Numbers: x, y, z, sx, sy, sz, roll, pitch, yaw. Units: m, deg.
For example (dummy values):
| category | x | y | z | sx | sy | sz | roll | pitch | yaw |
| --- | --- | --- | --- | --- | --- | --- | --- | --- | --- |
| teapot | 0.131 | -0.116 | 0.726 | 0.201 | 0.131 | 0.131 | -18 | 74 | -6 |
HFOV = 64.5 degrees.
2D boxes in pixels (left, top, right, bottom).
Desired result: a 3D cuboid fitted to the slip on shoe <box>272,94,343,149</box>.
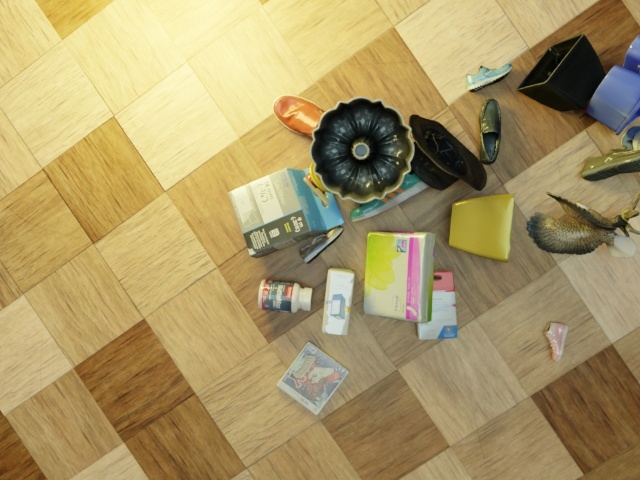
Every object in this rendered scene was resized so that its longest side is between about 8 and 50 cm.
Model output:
| category | x | y | z | sx | sy | sz | roll | pitch | yaw |
| --- | --- | --- | --- | --- | --- | --- | --- | --- | --- |
| slip on shoe | -0.020 | -0.402 | 1.744 | 0.331 | 0.101 | 0.123 | 33 | 95 | 3 |

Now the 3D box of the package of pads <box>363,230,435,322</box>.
| category | x | y | z | sx | sy | sz | roll | pitch | yaw |
| --- | --- | --- | --- | --- | --- | --- | --- | --- | --- |
| package of pads | 0.259 | 0.117 | 1.701 | 0.229 | 0.101 | 0.297 | 4 | 93 | 37 |

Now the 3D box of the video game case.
| category | x | y | z | sx | sy | sz | roll | pitch | yaw |
| --- | --- | --- | --- | --- | --- | --- | --- | --- | --- |
| video game case | -0.027 | 0.494 | 1.818 | 0.183 | 0.023 | 0.201 | 36 | 94 | 2 |

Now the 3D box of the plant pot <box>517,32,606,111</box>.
| category | x | y | z | sx | sy | sz | roll | pitch | yaw |
| --- | --- | --- | --- | --- | --- | --- | --- | --- | --- |
| plant pot | 0.800 | -0.526 | 1.651 | 0.167 | 0.188 | 0.188 | 36 | 94 | -10 |

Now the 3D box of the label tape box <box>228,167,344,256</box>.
| category | x | y | z | sx | sy | sz | roll | pitch | yaw |
| --- | --- | --- | --- | --- | --- | --- | --- | --- | --- |
| label tape box | -0.118 | -0.113 | 1.738 | 0.333 | 0.106 | 0.241 | -22 | 79 | 5 |

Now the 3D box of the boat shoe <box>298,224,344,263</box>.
| category | x | y | z | sx | sy | sz | roll | pitch | yaw |
| --- | --- | --- | --- | --- | --- | --- | --- | --- | --- |
| boat shoe | 0.000 | 0.000 | 1.776 | 0.183 | 0.066 | 0.066 | -41 | 81 | 0 |

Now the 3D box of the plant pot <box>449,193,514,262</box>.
| category | x | y | z | sx | sy | sz | roll | pitch | yaw |
| --- | --- | --- | --- | --- | --- | --- | --- | --- | --- |
| plant pot | 0.528 | -0.047 | 1.678 | 0.187 | 0.212 | 0.213 | 6 | 93 | 16 |

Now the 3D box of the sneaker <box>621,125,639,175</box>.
| category | x | y | z | sx | sy | sz | roll | pitch | yaw |
| --- | --- | --- | --- | --- | --- | --- | --- | --- | --- |
| sneaker | 1.117 | -0.239 | 1.633 | 0.127 | 0.182 | 0.316 | -34 | 90 | 6 |

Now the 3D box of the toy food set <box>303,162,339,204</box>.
| category | x | y | z | sx | sy | sz | roll | pitch | yaw |
| --- | --- | --- | --- | --- | --- | --- | --- | --- | --- |
| toy food set | 0.003 | -0.210 | 1.720 | 0.128 | 0.218 | 0.071 | 41 | 138 | -13 |

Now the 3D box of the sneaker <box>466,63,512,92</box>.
| category | x | y | z | sx | sy | sz | roll | pitch | yaw |
| --- | --- | --- | --- | --- | --- | --- | --- | --- | --- |
| sneaker | 0.570 | -0.567 | 1.717 | 0.162 | 0.063 | 0.073 | -21 | 87 | 4 |

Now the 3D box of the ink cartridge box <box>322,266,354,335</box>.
| category | x | y | z | sx | sy | sz | roll | pitch | yaw |
| --- | --- | --- | --- | --- | --- | --- | --- | --- | --- |
| ink cartridge box | 0.060 | 0.204 | 1.735 | 0.093 | 0.154 | 0.213 | 8 | 92 | 2 |

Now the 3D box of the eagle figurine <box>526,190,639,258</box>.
| category | x | y | z | sx | sy | sz | roll | pitch | yaw |
| --- | --- | --- | --- | --- | --- | --- | --- | --- | --- |
| eagle figurine | 0.864 | -0.057 | 1.661 | 0.297 | 0.225 | 0.227 | -4 | 102 | -7 |

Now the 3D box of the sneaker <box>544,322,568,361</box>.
| category | x | y | z | sx | sy | sz | roll | pitch | yaw |
| --- | --- | --- | --- | --- | --- | --- | --- | --- | --- |
| sneaker | 0.799 | 0.346 | 1.744 | 0.070 | 0.051 | 0.135 | 14 | 90 | 5 |

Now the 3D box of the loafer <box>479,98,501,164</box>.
| category | x | y | z | sx | sy | sz | roll | pitch | yaw |
| --- | --- | --- | --- | --- | --- | --- | --- | --- | --- |
| loafer | 0.578 | -0.370 | 1.715 | 0.076 | 0.078 | 0.224 | 2 | 92 | 3 |

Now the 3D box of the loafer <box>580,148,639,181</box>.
| category | x | y | z | sx | sy | sz | roll | pitch | yaw |
| --- | --- | --- | --- | --- | --- | --- | --- | --- | --- |
| loafer | 0.962 | -0.263 | 1.631 | 0.094 | 0.251 | 0.088 | 18 | 72 | -32 |

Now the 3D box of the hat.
| category | x | y | z | sx | sy | sz | roll | pitch | yaw |
| --- | --- | --- | --- | --- | --- | --- | --- | --- | --- |
| hat | 0.382 | -0.257 | 1.665 | 0.331 | 0.331 | 0.134 | 43 | 124 | 1 |

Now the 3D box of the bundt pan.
| category | x | y | z | sx | sy | sz | roll | pitch | yaw |
| --- | --- | --- | --- | --- | --- | --- | --- | --- | --- |
| bundt pan | 0.136 | -0.291 | 1.626 | 0.330 | 0.124 | 0.331 | 3 | 105 | 10 |

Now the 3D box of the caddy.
| category | x | y | z | sx | sy | sz | roll | pitch | yaw |
| --- | --- | --- | --- | --- | --- | --- | --- | --- | --- |
| caddy | 0.980 | -0.466 | 1.569 | 0.179 | 0.341 | 0.241 | 38 | 95 | 19 |

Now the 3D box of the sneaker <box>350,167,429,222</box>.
| category | x | y | z | sx | sy | sz | roll | pitch | yaw |
| --- | --- | --- | --- | --- | --- | --- | --- | --- | --- |
| sneaker | 0.221 | -0.168 | 1.739 | 0.302 | 0.108 | 0.121 | -29 | 89 | -4 |

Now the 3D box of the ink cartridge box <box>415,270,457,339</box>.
| category | x | y | z | sx | sy | sz | roll | pitch | yaw |
| --- | --- | --- | --- | --- | --- | --- | --- | --- | --- |
| ink cartridge box | 0.394 | 0.219 | 1.751 | 0.134 | 0.078 | 0.231 | -3 | 92 | 4 |

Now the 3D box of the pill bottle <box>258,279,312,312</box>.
| category | x | y | z | sx | sy | sz | roll | pitch | yaw |
| --- | --- | --- | --- | --- | --- | --- | --- | --- | --- |
| pill bottle | -0.120 | 0.197 | 1.771 | 0.179 | 0.108 | 0.108 | 5 | 93 | 3 |
